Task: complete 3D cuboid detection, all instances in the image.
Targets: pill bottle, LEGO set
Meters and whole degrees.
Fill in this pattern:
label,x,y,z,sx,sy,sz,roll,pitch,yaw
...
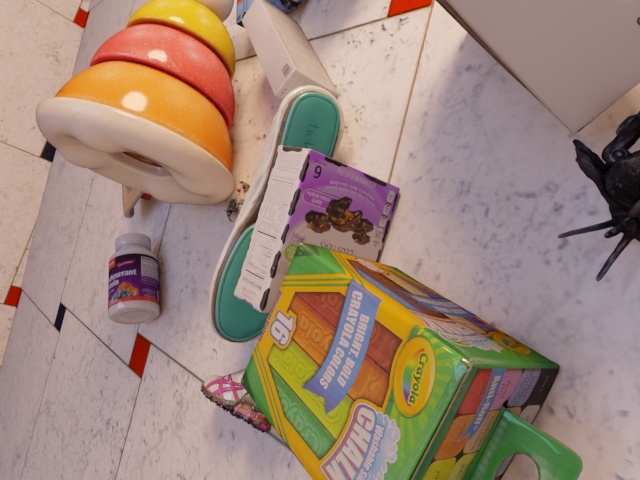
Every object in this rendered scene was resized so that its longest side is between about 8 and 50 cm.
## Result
label,x,y,z,sx,sy,sz,roll,pitch,yaw
pill bottle,-0.426,0.083,1.066,0.108,0.108,0.193,-35,55,35
LEGO set,-0.165,-0.077,0.901,0.054,0.023,0.083,2,80,47

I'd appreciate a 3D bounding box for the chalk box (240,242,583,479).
label,x,y,z,sx,sy,sz,roll,pitch,yaw
chalk box,0.087,0.150,0.451,0.289,0.179,0.180,32,102,47

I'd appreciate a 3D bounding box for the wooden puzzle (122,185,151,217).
label,x,y,z,sx,sy,sz,roll,pitch,yaw
wooden puzzle,-0.427,-0.273,1.207,0.348,0.081,0.322,-44,49,35

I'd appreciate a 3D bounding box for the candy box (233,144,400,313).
label,x,y,z,sx,sy,sz,roll,pitch,yaw
candy box,0.000,0.000,0.598,0.070,0.165,0.196,19,93,50

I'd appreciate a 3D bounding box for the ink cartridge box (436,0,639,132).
label,x,y,z,sx,sy,sz,roll,pitch,yaw
ink cartridge box,0.159,-0.257,0.419,0.121,0.211,0.289,-44,32,28

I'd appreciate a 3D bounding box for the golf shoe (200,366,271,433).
label,x,y,z,sx,sy,sz,roll,pitch,yaw
golf shoe,-0.120,0.237,0.739,0.186,0.067,0.086,1,52,47

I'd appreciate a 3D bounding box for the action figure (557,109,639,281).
label,x,y,z,sx,sy,sz,roll,pitch,yaw
action figure,0.305,-0.071,0.326,0.164,0.141,0.275,65,151,26

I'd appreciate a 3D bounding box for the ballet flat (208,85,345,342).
label,x,y,z,sx,sy,sz,roll,pitch,yaw
ballet flat,-0.070,-0.039,0.728,0.139,0.139,0.400,27,100,47

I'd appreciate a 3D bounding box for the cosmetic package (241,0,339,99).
label,x,y,z,sx,sy,sz,roll,pitch,yaw
cosmetic package,-0.058,-0.320,0.808,0.060,0.099,0.239,-46,48,31

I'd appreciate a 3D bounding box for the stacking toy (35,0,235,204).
label,x,y,z,sx,sy,sz,roll,pitch,yaw
stacking toy,-0.270,-0.334,0.890,0.351,0.351,0.479,3,72,47

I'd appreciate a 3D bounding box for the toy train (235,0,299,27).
label,x,y,z,sx,sy,sz,roll,pitch,yaw
toy train,-0.093,-0.483,0.913,0.184,0.080,0.105,-3,85,45
